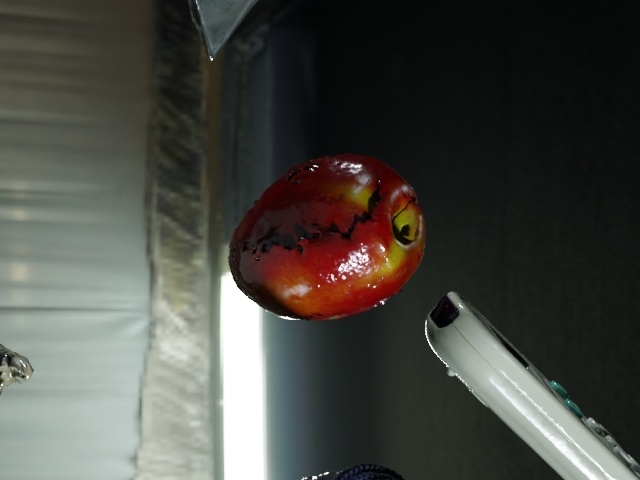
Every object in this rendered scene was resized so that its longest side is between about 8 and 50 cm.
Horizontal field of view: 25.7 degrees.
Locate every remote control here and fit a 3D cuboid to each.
[{"bbox_3d":[0.146,0.117,0.868,0.042,0.221,0.078,-45,-166,7],"label":"remote control"}]

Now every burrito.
[{"bbox_3d":[-0.348,0.117,1.330,0.229,0.058,0.063,6,-128,43],"label":"burrito"}]

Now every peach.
[{"bbox_3d":[-0.003,-0.005,1.121,0.092,0.172,0.127,55,26,-46],"label":"peach"}]

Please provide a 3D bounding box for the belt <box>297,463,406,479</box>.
[{"bbox_3d":[-0.006,0.242,0.999,0.126,0.230,0.139,-19,-94,20],"label":"belt"}]

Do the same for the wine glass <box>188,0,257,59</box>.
[{"bbox_3d":[0.011,-0.402,1.641,0.267,0.406,0.267,160,-90,-90],"label":"wine glass"}]
